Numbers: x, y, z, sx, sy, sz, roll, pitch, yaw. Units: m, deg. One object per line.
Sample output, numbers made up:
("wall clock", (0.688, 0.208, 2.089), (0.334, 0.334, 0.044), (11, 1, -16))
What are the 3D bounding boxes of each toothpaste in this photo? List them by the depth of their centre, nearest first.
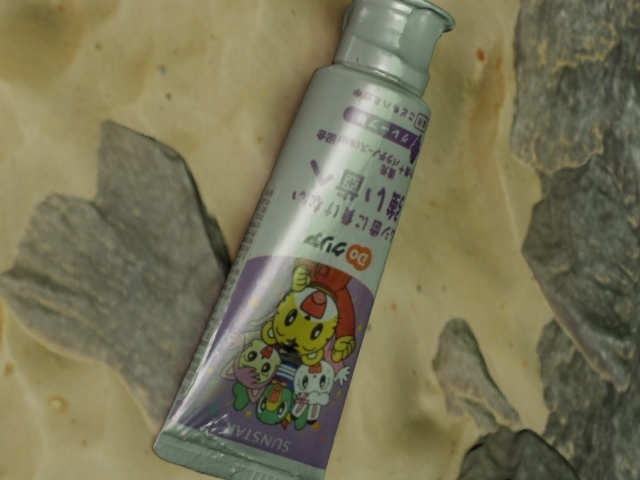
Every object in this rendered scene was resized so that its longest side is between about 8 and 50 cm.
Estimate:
("toothpaste", (0.000, 0.000, 0.978), (0.114, 0.073, 0.299), (22, 84, -32))
